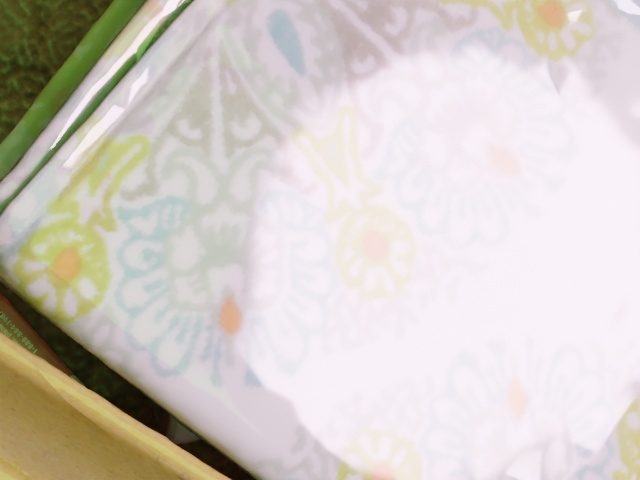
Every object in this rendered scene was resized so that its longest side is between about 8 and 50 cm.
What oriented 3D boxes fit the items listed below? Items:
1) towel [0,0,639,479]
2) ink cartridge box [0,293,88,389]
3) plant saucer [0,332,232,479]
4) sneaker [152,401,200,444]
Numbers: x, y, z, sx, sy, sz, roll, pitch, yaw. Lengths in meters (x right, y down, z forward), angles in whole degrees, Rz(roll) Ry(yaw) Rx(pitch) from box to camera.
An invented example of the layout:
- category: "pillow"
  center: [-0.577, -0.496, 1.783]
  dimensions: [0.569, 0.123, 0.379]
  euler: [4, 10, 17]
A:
- category: "towel"
  center: [0.052, -0.016, 0.700]
  dimensions: [0.374, 0.090, 0.320]
  euler: [40, 77, -15]
- category: "ink cartridge box"
  center: [-0.205, 0.132, 0.717]
  dimensions: [0.198, 0.067, 0.115]
  euler: [-42, 98, -15]
- category: "plant saucer"
  center: [-0.175, 0.222, 0.627]
  dimensions: [0.333, 0.081, 0.332]
  euler: [34, 76, -6]
- category: "sneaker"
  center: [0.000, 0.000, 0.771]
  dimensions: [0.151, 0.094, 0.256]
  euler: [17, 84, -18]
